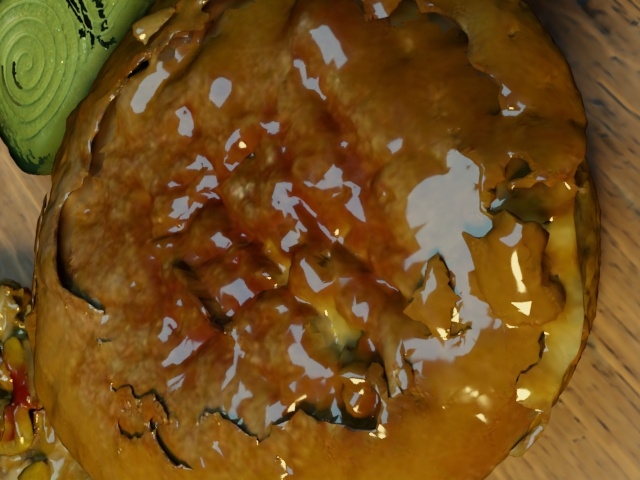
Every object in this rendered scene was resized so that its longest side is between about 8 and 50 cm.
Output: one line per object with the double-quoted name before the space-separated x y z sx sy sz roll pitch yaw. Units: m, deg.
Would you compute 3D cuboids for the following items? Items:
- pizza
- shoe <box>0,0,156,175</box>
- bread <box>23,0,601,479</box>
"pizza" -0.222 0.199 0.910 0.251 0.074 0.288 -51 62 13
"shoe" -0.150 -0.140 0.905 0.262 0.128 0.140 -49 50 43
"bread" 0.003 0.001 0.760 0.358 0.204 0.337 -3 82 30
